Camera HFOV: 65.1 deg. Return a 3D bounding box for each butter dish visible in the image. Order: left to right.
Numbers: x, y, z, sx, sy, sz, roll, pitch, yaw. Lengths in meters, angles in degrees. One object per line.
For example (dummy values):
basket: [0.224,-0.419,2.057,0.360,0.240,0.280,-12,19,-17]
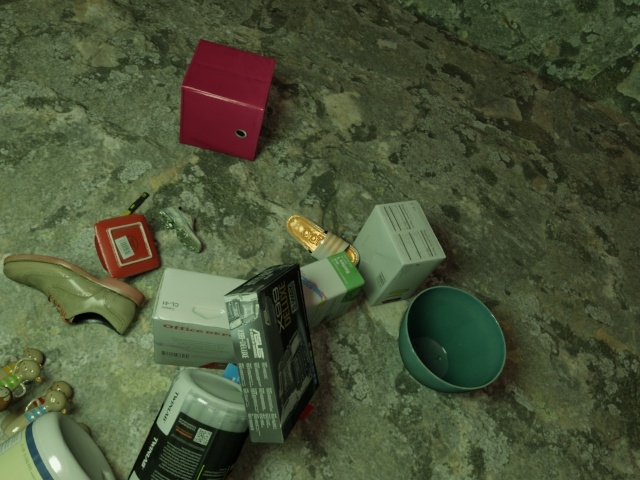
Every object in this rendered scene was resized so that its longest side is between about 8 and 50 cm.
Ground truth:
butter dish: [-0.544,0.022,1.359,0.159,0.118,0.160,-21,94,-55]

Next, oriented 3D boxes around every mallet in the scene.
mallet: [-0.557,-0.075,1.467,0.062,0.039,0.190,33,50,7]

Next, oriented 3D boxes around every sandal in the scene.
sandal: [-0.007,0.009,1.544,0.265,0.076,0.102,33,92,12]

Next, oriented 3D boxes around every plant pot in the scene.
plant pot: [0.336,0.301,1.407,0.289,0.195,0.291,9,55,-13]

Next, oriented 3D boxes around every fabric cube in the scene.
fabric cube: [-0.309,-0.461,1.666,0.257,0.254,0.259,13,55,-10]

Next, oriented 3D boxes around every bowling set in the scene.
bowling set: [-0.615,0.341,1.076,0.287,0.200,0.154,44,54,8]

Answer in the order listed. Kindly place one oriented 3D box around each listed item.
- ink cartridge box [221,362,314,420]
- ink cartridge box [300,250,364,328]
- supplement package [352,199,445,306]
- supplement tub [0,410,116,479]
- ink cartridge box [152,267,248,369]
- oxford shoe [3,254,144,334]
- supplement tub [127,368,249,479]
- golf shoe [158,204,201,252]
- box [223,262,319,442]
ink cartridge box: [-0.144,0.402,1.221,0.230,0.134,0.078,26,53,1]
ink cartridge box: [-0.045,0.163,1.370,0.278,0.201,0.117,-19,65,-27]
supplement package: [0.217,0.042,1.498,0.145,0.262,0.204,-9,61,-23]
supplement tub: [-0.574,0.508,0.926,0.324,0.235,0.235,-36,73,-19]
ink cartridge box: [-0.276,0.202,1.203,0.225,0.306,0.131,10,56,-12]
oxford shoe: [-0.631,0.134,1.251,0.347,0.123,0.130,18,59,-5]
supplement tub: [-0.274,0.449,1.046,0.193,0.193,0.316,25,86,-1]
golf shoe: [-0.395,-0.043,1.480,0.176,0.069,0.086,45,50,12]
box: [-0.094,0.224,1.066,0.076,0.242,0.308,-6,98,17]
